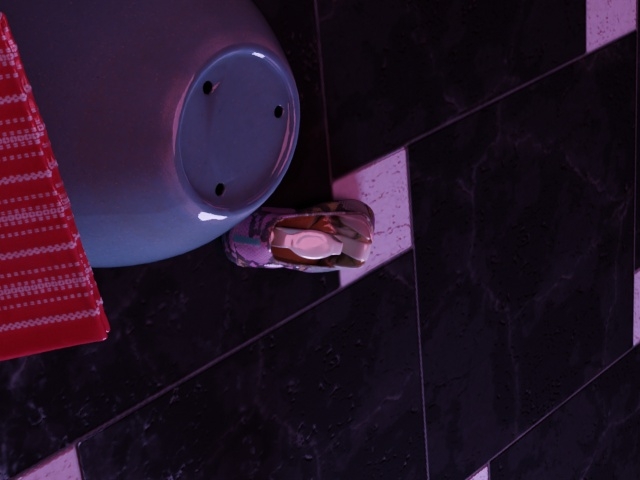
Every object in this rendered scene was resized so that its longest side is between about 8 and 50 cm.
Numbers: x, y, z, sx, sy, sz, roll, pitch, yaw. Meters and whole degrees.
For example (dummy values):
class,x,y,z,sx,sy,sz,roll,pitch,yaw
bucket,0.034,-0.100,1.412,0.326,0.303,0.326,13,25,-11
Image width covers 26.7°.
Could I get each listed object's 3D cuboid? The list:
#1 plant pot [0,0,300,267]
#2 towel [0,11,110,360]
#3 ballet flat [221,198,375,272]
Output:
class,x,y,z,sx,sy,sz,roll,pitch,yaw
plant pot,-0.131,-0.103,1.064,0.290,0.195,0.290,-21,118,-44
towel,-0.278,-0.021,0.967,0.199,0.031,0.275,-11,120,1
ballet flat,0.000,0.000,1.341,0.221,0.079,0.077,-2,104,-49
